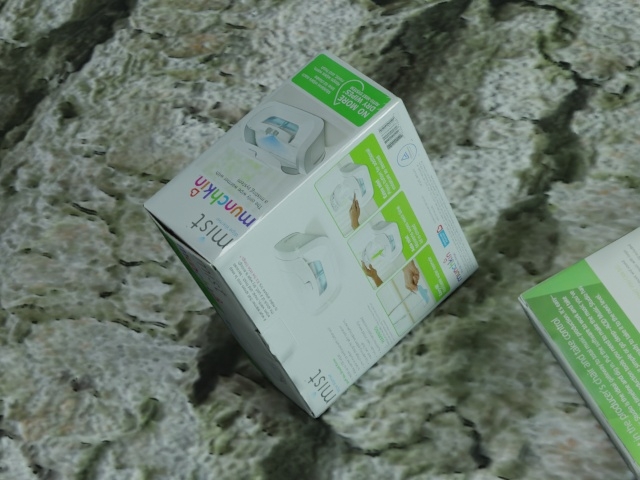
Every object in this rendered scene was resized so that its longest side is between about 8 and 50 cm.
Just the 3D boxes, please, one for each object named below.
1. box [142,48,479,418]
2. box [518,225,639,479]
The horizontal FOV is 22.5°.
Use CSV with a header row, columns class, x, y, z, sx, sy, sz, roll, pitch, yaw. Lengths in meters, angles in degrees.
class,x,y,z,sx,sy,sz,roll,pitch,yaw
box,0.000,0.000,1.519,0.231,0.262,0.127,-42,48,-10
box,0.371,0.059,1.445,0.322,0.058,0.232,-28,47,-1
